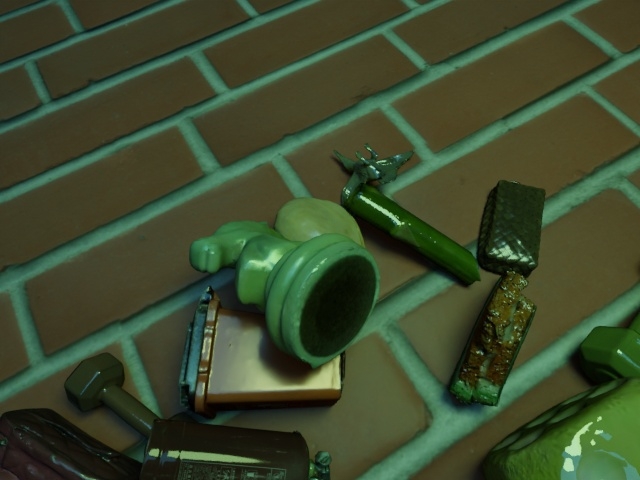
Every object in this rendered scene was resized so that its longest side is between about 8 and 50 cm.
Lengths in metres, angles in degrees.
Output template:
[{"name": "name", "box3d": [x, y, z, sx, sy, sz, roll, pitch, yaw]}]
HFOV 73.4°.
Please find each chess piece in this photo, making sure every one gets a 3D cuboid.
[{"name": "chess piece", "box3d": [-0.073, 0.038, 0.632, 0.298, 0.176, 0.176, 25, 64, 42]}]

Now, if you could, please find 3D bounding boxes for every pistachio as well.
[{"name": "pistachio", "box3d": [0.000, 0.000, 0.773, 0.200, 0.117, 0.145, 43, 92, 24]}]

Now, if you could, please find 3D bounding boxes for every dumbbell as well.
[{"name": "dumbbell", "box3d": [-0.294, 0.268, 0.673, 0.230, 0.092, 0.082, 30, 39, 16]}, {"name": "dumbbell", "box3d": [0.547, 0.121, 0.696, 0.302, 0.108, 0.121, -41, 68, -17]}]

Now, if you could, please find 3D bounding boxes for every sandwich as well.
[{"name": "sandwich", "box3d": [0.291, 0.140, 0.680, 0.079, 0.159, 0.235, 26, 47, 20]}]

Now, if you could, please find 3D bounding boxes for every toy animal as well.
[{"name": "toy animal", "box3d": [0.089, -0.155, 0.863, 0.155, 0.095, 0.219, 44, 71, 11]}]

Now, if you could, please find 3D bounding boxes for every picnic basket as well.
[{"name": "picnic basket", "box3d": [0.365, -0.028, 0.811, 0.110, 0.055, 0.194, 15, 63, 10]}]

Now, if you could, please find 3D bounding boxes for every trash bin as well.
[{"name": "trash bin", "box3d": [-0.086, 0.179, 0.677, 0.238, 0.161, 0.185, 2, 63, -5]}]

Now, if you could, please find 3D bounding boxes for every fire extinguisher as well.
[{"name": "fire extinguisher", "box3d": [-0.103, 0.311, 0.593, 0.268, 0.105, 0.105, 12, 62, -15]}]

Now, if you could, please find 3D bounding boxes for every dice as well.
[{"name": "dice", "box3d": [0.372, 0.327, 0.536, 0.238, 0.227, 0.233, -27, 63, -10]}]

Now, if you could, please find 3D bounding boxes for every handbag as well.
[{"name": "handbag", "box3d": [-0.373, 0.338, 0.608, 0.224, 0.146, 0.136, 24, 71, 13]}]

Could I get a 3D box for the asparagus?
[{"name": "asparagus", "box3d": [0.171, -0.014, 0.780, 0.277, 0.067, 0.060, 31, 111, 0]}]
